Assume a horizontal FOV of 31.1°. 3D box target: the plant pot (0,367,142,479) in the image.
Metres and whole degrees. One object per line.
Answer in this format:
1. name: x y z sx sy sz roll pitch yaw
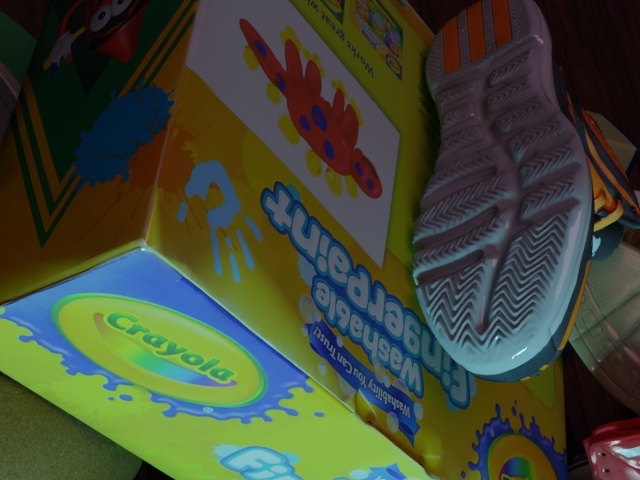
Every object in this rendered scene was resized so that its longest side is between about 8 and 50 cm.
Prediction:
1. plant pot: -0.237 0.127 0.683 0.254 0.237 0.237 -6 61 -50

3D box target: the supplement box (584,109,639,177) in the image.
1. supplement box: 0.269 -0.096 1.188 0.083 0.056 0.083 10 27 -23

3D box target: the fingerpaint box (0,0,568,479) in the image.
1. fingerpaint box: 0.000 0.000 0.801 0.445 0.163 0.371 42 40 -38

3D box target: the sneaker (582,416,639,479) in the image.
1. sneaker: 0.214 0.211 0.843 0.128 0.221 0.087 46 9 6

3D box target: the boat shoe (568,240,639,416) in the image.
1. boat shoe: 0.284 0.109 0.897 0.285 0.092 0.103 41 86 8

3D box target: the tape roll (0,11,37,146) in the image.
1. tape roll: -0.330 -0.061 0.836 0.321 0.077 0.321 15 52 -20

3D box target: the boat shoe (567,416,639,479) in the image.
1. boat shoe: 0.312 0.174 1.018 0.341 0.127 0.158 4 44 -30

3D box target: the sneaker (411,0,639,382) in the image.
1. sneaker: 0.159 -0.015 0.780 0.180 0.125 0.321 45 38 -35

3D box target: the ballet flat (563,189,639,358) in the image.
1. ballet flat: 0.289 0.013 1.125 0.342 0.116 0.124 -22 51 -34
